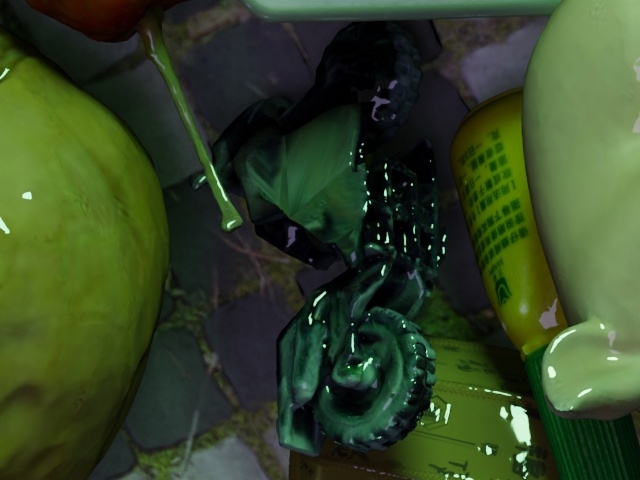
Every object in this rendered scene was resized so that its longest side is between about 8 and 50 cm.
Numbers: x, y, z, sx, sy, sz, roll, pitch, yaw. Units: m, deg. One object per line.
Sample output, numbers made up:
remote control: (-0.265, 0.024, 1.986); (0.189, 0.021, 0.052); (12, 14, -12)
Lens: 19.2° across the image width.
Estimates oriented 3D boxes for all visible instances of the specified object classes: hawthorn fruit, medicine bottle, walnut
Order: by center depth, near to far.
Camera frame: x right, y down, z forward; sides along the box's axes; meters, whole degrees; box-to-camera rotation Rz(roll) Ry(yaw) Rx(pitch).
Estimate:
medicine bottle: (0.134, 0.039, 1.094); (0.095, 0.064, 0.260); (-48, 48, 52)
hawthorn fruit: (-0.101, -0.145, 1.112); (0.165, 0.165, 0.285); (-16, 106, 21)
walnut: (-0.283, 0.041, 1.161); (0.354, 0.308, 0.398); (46, 110, 11)

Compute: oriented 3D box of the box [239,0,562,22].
box: (0.059, -0.209, 1.047); (0.227, 0.130, 0.162); (-1, 109, 3)

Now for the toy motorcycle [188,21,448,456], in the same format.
toy motorcycle: (0.000, 0.000, 1.132); (0.159, 0.106, 0.270); (-17, 62, 37)

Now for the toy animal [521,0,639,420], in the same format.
toy animal: (0.215, -0.034, 0.987); (0.213, 0.195, 0.256); (-22, 64, 27)

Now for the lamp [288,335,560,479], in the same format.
lamp: (0.082, 0.142, 1.174); (0.185, 0.161, 0.161); (9, 112, 16)
